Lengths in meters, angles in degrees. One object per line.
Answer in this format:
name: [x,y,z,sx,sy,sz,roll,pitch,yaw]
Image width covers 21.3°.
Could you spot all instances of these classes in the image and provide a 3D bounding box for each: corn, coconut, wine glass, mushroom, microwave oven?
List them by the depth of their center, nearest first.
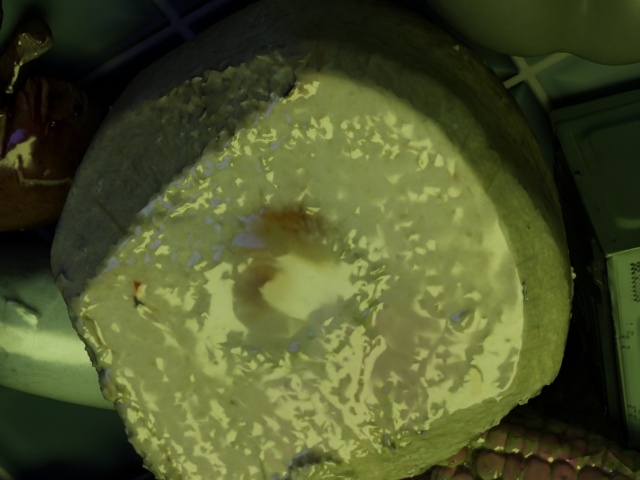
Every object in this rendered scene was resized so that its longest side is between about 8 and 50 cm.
coconut: [0.000,0.000,1.000,0.297,0.254,0.297,1,102,3]
mushroom: [-0.192,-0.064,1.048,0.135,0.080,0.170,0,134,-24]
wine glass: [-0.138,0.058,1.141,0.204,0.111,0.111,7,129,-24]
microwave oven: [0.231,0.018,1.147,0.122,0.162,0.208,-14,136,2]
corn: [0.110,0.158,1.176,0.335,0.126,0.127,18,136,23]

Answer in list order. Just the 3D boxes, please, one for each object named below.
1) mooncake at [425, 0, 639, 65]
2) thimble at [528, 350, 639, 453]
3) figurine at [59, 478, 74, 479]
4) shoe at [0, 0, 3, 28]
mooncake: [0.151,-0.221,0.944,0.275,0.135,0.275,-3,128,-4]
thimble: [0.245,0.181,1.302,0.196,0.148,0.229,3,127,-11]
figurine: [-0.164,0.241,1.293,0.240,0.116,0.175,-16,134,-4]
shoe: [-0.217,-0.151,0.942,0.291,0.114,0.137,-20,126,10]
